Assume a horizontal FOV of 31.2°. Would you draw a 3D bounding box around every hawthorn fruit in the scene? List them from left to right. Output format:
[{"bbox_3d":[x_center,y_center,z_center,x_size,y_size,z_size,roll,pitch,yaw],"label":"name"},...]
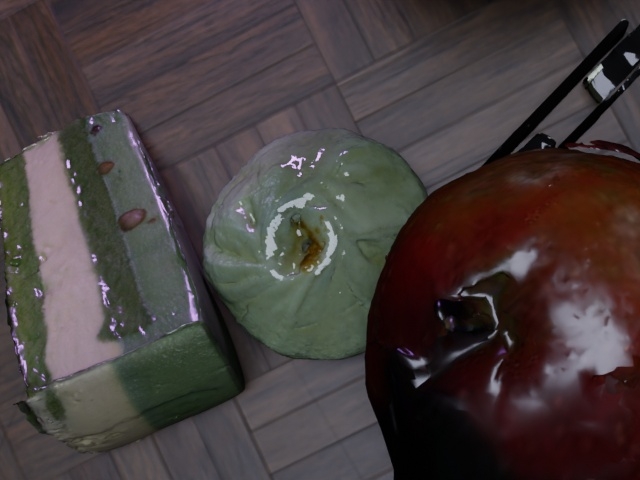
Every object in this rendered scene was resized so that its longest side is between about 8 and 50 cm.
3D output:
[{"bbox_3d":[0.170,0.083,0.825,0.316,0.316,0.316,-1,84,8],"label":"hawthorn fruit"}]

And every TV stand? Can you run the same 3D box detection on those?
[{"bbox_3d":[0.186,-0.085,0.958,0.042,0.036,0.249,44,92,8],"label":"TV stand"}]

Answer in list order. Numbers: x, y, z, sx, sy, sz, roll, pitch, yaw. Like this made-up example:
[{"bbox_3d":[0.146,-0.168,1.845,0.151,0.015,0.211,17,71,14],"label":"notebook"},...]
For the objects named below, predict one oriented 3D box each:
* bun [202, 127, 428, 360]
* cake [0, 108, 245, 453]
[{"bbox_3d":[0.000,0.000,0.936,0.195,0.118,0.195,-1,81,7],"label":"bun"},{"bbox_3d":[-0.178,0.042,0.990,0.158,0.172,0.283,-23,49,-2],"label":"cake"}]
